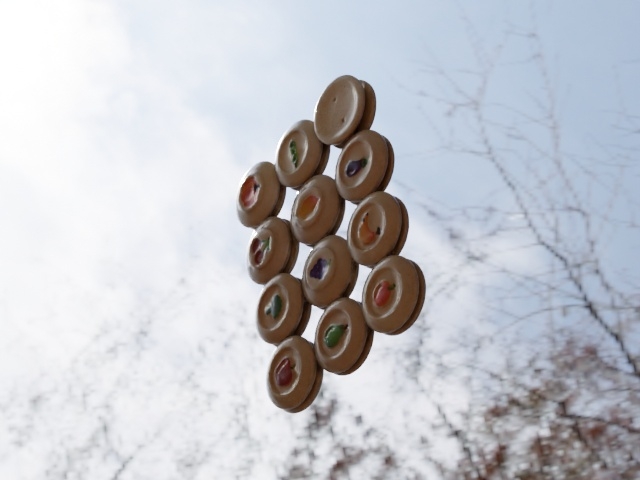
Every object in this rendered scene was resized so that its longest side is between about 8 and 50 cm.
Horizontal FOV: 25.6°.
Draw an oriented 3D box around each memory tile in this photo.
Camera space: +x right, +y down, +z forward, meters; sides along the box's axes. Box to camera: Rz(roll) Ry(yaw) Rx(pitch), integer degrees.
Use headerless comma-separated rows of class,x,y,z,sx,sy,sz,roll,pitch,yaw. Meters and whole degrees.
memory tile,0.000,0.000,0.694,0.113,0.012,0.148,-40,-133,35
